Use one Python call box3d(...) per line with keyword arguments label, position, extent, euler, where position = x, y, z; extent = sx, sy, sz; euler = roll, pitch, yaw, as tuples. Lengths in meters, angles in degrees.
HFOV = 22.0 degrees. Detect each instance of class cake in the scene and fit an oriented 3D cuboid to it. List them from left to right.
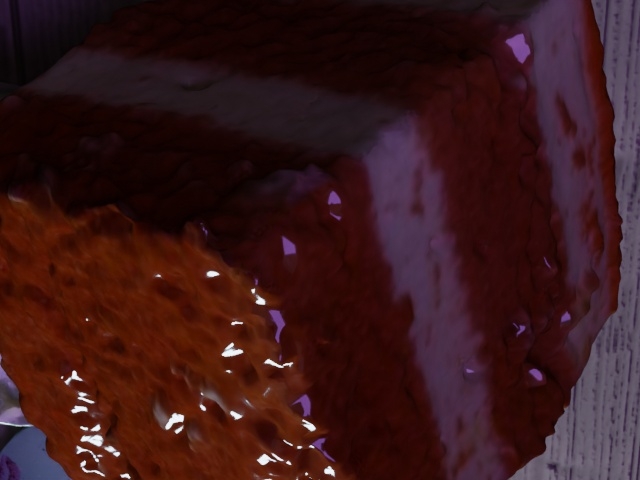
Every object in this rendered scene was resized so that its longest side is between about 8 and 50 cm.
box3d(label="cake", position=(0.000, 0.000, 0.937), extent=(0.319, 0.269, 0.270), euler=(-42, 130, -34))

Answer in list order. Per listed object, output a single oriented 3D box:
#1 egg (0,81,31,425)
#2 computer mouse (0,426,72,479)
box3d(label="egg", position=(-0.240, 0.005, 0.993), extent=(0.271, 0.162, 0.206), euler=(9, 89, -54))
box3d(label="computer mouse", position=(-0.104, 0.222, 1.187), extent=(0.288, 0.097, 0.159), euler=(17, 114, -25))
